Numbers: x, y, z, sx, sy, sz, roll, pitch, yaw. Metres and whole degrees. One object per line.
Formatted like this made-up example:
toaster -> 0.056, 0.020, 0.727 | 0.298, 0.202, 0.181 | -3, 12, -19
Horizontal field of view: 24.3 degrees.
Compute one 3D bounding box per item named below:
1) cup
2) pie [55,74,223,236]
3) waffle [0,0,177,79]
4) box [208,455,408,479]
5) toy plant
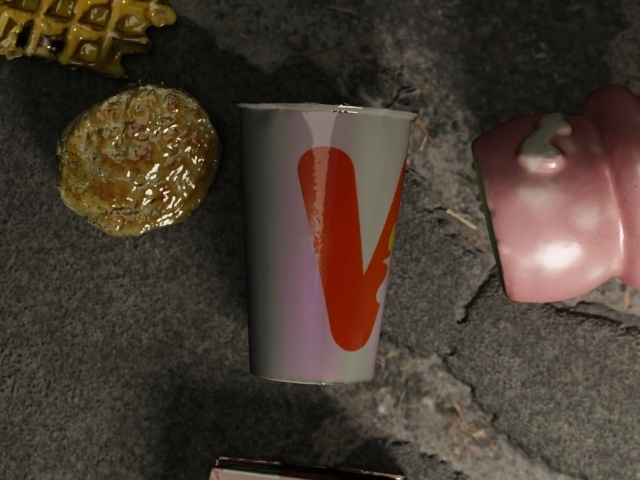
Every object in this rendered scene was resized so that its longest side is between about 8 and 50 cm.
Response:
cup -> 0.000, 0.000, 1.569 | 0.203, 0.203, 0.288 | 4, 92, 10
pie -> -0.203, -0.089, 1.658 | 0.193, 0.079, 0.163 | -23, 92, 7
waffle -> -0.311, -0.292, 1.699 | 0.309, 0.065, 0.283 | -33, 80, 7
box -> -0.024, 0.345, 1.583 | 0.215, 0.086, 0.215 | 6, 86, 10
toy plant -> 0.336, -0.039, 1.477 | 0.356, 0.210, 0.317 | -8, 43, -1
